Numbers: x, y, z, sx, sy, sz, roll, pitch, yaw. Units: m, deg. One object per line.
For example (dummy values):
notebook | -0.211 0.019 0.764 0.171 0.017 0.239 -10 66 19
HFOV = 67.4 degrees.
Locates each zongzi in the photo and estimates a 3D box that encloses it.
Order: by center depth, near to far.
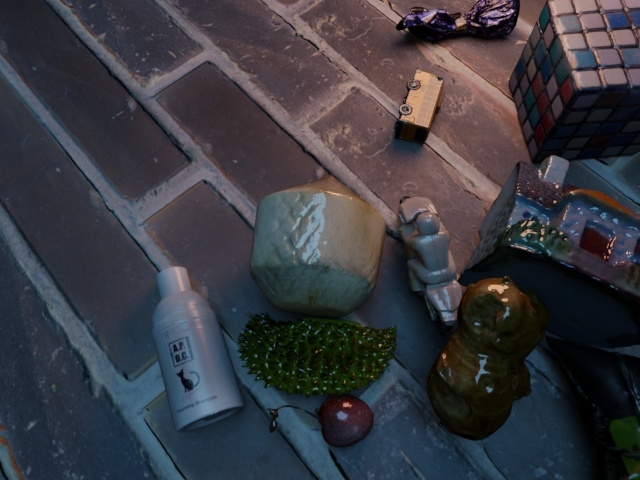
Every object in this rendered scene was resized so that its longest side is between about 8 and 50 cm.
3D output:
zongzi | 0.638 0.304 0.927 0.384 0.319 0.361 -28 69 10

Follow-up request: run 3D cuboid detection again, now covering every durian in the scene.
durian | -0.010 0.235 1.024 0.352 0.169 0.158 1 92 4

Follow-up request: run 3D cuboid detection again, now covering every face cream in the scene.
face cream | -0.287 0.204 1.032 0.146 0.145 0.369 -21 68 -7

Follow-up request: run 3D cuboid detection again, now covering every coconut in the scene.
coconut | 0.000 0.000 1.039 0.329 0.328 0.328 -1 67 2

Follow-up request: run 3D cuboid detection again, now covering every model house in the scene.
model house | 0.546 -0.004 1.008 0.361 0.297 0.338 28 68 6

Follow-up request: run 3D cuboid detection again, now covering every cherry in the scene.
cherry | 0.004 0.368 0.968 0.226 0.090 0.106 -1 105 -15

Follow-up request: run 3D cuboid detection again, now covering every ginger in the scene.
ginger | 0.323 0.235 0.928 0.153 0.274 0.357 25 101 35

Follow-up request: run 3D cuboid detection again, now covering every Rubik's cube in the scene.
Rubik's cube | 0.675 -0.393 1.184 0.294 0.287 0.291 -6 67 0

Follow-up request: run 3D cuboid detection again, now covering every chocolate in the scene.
chocolate | 0.388 -0.637 1.400 0.344 0.126 0.148 -11 28 0

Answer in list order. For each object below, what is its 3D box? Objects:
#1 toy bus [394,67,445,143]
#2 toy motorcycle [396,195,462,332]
toy bus | 0.268 -0.361 1.290 0.103 0.091 0.181 17 70 7
toy motorcycle | 0.237 0.028 1.054 0.108 0.223 0.340 -13 69 -1
